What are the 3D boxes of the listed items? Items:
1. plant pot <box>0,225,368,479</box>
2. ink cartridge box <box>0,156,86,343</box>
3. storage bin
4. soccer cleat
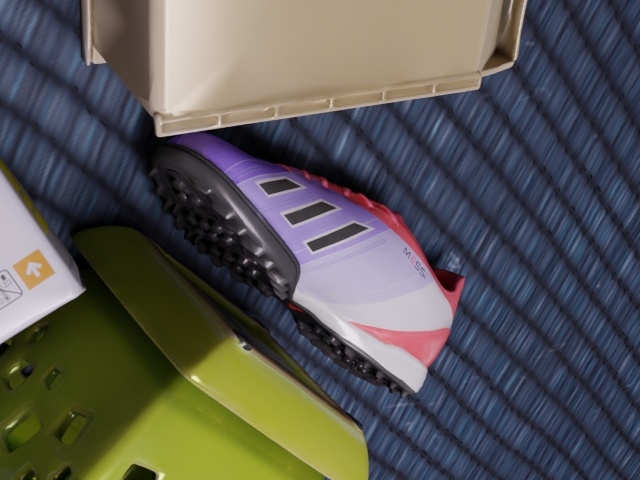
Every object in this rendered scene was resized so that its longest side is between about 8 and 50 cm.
[{"bbox_3d":[-0.117,0.134,0.778,0.207,0.228,0.227,-48,132,-1],"label":"plant pot"},{"bbox_3d":[-0.340,-0.017,0.616,0.304,0.072,0.307,-33,106,-6],"label":"ink cartridge box"},{"bbox_3d":[0.000,-0.218,0.666,0.260,0.123,0.262,-12,126,-25],"label":"storage bin"},{"bbox_3d":[0.000,0.000,0.843,0.318,0.109,0.116,43,74,-40],"label":"soccer cleat"}]
